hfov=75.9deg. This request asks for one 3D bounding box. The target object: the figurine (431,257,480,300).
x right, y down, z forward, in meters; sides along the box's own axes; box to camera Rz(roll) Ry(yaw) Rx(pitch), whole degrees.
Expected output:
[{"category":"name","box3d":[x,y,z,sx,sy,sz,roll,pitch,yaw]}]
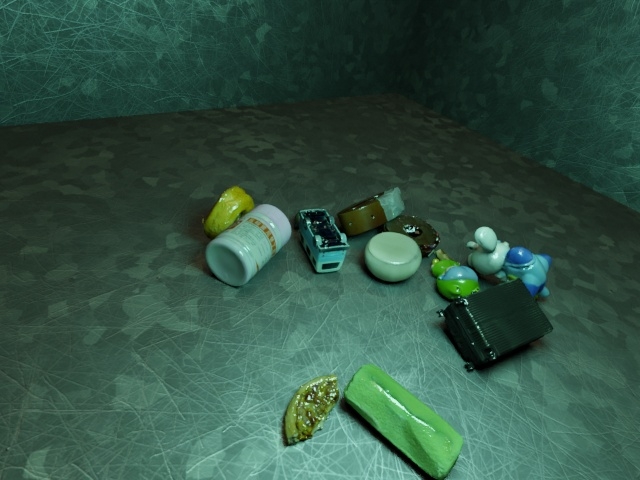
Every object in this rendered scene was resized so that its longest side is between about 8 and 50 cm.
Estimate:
[{"category":"figurine","box3d":[0.535,0.150,1.652,0.163,0.143,0.263,10,19,-13]}]

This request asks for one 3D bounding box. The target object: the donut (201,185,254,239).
[{"category":"donut","box3d":[-0.372,-0.102,1.683,0.119,0.253,0.253,27,39,12]}]

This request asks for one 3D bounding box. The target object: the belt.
[{"category":"belt","box3d":[0.236,-0.136,1.878,0.339,0.122,0.217,-26,10,-29]}]

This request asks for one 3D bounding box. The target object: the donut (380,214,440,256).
[{"category":"donut","box3d":[0.406,-0.016,1.864,0.270,0.103,0.269,5,39,-4]}]

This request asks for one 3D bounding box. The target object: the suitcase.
[{"category":"suitcase","box3d":[0.607,0.279,1.420,0.336,0.152,0.229,-12,65,-27]}]

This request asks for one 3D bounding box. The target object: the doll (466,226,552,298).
[{"category":"doll","box3d":[0.755,0.093,1.622,0.366,0.186,0.376,31,11,20]}]

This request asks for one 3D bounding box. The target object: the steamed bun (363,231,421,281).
[{"category":"steamed bun","box3d":[0.290,0.079,1.671,0.232,0.144,0.231,1,37,-1]}]

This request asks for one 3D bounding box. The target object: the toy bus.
[{"category":"toy bus","box3d":[0.000,0.000,1.694,0.133,0.164,0.271,-5,38,-21]}]

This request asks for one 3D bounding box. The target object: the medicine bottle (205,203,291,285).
[{"category":"medicine bottle","box3d":[-0.271,0.010,1.589,0.202,0.202,0.316,22,39,16]}]

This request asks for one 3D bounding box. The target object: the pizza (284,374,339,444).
[{"category":"pizza","box3d":[-0.022,0.462,1.160,0.127,0.058,0.247,35,45,29]}]

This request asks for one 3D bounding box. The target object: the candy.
[{"category":"candy","box3d":[0.224,0.487,1.138,0.344,0.131,0.142,35,1,27]}]

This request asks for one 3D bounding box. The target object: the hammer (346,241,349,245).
[{"category":"hammer","box3d":[0.061,-0.031,1.878,0.063,0.013,0.199,-23,48,-36]}]

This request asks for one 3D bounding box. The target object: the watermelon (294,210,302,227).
[{"category":"watermelon","box3d":[-0.085,-0.098,1.871,0.072,0.084,0.092,4,16,7]}]

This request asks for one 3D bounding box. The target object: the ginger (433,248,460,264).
[{"category":"ginger","box3d":[0.553,0.077,1.823,0.058,0.044,0.137,4,34,-39]}]
